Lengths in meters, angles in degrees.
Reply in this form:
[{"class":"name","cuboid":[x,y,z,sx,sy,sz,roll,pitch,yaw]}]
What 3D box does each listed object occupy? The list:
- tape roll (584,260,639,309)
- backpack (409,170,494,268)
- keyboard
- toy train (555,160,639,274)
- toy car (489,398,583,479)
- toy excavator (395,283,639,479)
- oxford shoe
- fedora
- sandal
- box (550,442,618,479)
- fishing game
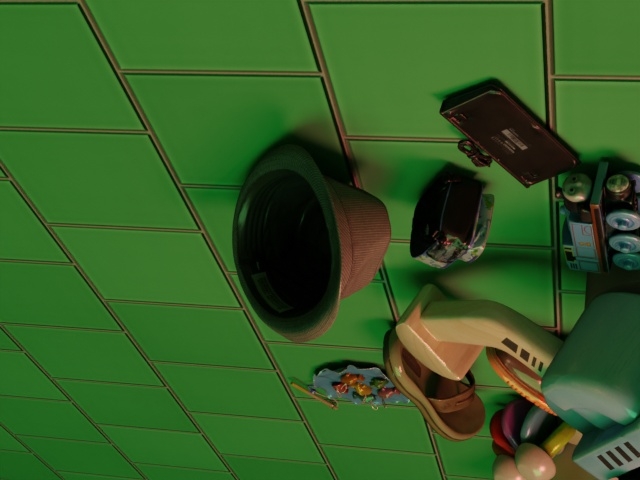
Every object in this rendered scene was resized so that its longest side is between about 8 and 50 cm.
[{"class":"tape roll","cuboid":[0.464,0.072,1.585,0.219,0.072,0.219,9,153,4]},{"class":"backpack","cuboid":[0.162,-0.017,1.487,0.084,0.105,0.114,19,156,-14]},{"class":"keyboard","cuboid":[0.210,-0.118,1.376,0.108,0.023,0.180,-23,137,36]},{"class":"toy train","cuboid":[0.344,-0.024,1.446,0.105,0.080,0.184,5,152,22]},{"class":"toy car","cuboid":[0.362,0.339,2.064,0.136,0.159,0.182,50,149,5]},{"class":"toy excavator","cuboid":[0.339,0.164,1.550,0.445,0.222,0.433,38,158,4]},{"class":"oxford shoe","cuboid":[0.428,0.198,1.815,0.363,0.130,0.133,18,126,-14]},{"class":"fedora","cuboid":[0.000,0.000,1.499,0.124,0.244,0.275,-8,164,-33]},{"class":"sandal","cuboid":[0.202,0.236,1.938,0.086,0.120,0.303,-21,140,23]},{"class":"box","cuboid":[0.503,0.457,2.177,0.215,0.168,0.345,21,150,-19]},{"class":"fishing game","cuboid":[0.078,0.266,2.107,0.264,0.041,0.189,-11,148,34]}]
